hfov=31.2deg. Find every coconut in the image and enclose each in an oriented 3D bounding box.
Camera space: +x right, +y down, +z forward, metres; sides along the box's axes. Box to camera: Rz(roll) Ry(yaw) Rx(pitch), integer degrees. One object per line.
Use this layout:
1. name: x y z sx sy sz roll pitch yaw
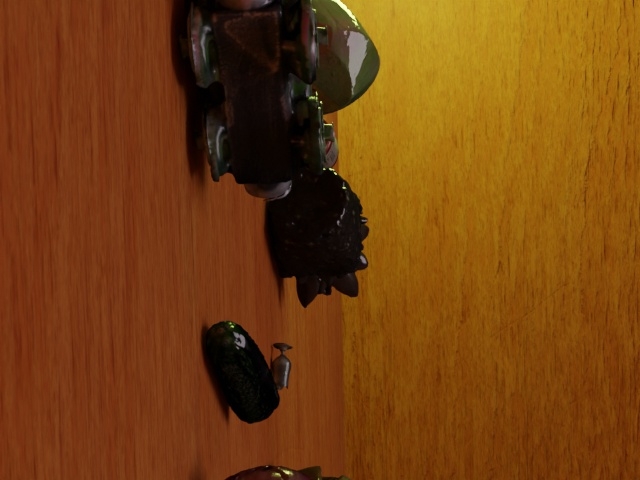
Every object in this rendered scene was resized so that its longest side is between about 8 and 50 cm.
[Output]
1. coconut: 0.000 -0.331 2.107 0.205 0.236 0.235 8 78 -43

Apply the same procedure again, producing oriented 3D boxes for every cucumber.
1. cucumber: -0.106 0.174 1.549 0.241 0.074 0.074 78 13 -59

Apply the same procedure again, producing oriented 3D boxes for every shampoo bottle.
1. shampoo bottle: -0.024 -0.200 2.315 0.278 0.104 0.104 40 49 -83

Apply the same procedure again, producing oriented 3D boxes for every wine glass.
1. wine glass: -0.073 0.230 2.093 0.042 0.039 0.083 82 13 -68

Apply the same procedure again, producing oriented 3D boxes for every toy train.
1. toy train: -0.076 -0.222 1.437 0.249 0.174 0.307 -95 179 -53

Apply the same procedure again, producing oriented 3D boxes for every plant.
1. plant: 0.000 0.000 2.172 0.320 0.182 0.194 66 26 -63

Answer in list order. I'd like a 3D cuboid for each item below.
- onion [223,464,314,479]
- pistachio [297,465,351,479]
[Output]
1. onion: -0.064 0.361 1.407 0.177 0.177 0.153 81 19 -58
2. pistachio: -0.013 0.504 2.047 0.288 0.166 0.197 80 33 -83
